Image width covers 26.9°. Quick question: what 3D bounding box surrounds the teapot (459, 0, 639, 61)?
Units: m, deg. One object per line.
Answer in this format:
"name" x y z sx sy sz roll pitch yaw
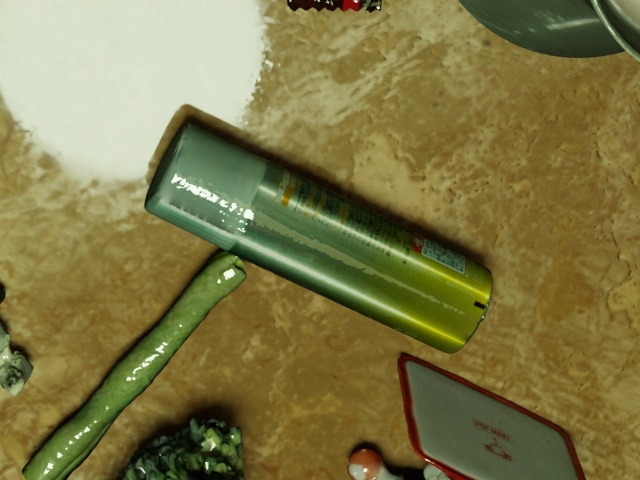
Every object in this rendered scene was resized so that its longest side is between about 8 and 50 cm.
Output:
"teapot" 0.213 -0.251 0.896 0.253 0.344 0.300 -19 109 -2

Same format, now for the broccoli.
"broccoli" -0.061 0.295 1.125 0.165 0.145 0.304 -34 103 17

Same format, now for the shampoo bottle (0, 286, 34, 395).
"shampoo bottle" -0.303 0.037 1.069 0.057 0.063 0.208 -31 109 15

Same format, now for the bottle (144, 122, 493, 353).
"bottle" 0.000 0.000 1.084 0.286 0.082 0.082 26 103 -14

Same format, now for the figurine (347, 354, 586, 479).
"figurine" 0.094 0.255 1.153 0.183 0.160 0.226 26 112 -13

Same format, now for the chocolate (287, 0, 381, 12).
"chocolate" 0.017 -0.267 1.033 0.086 0.028 0.183 -2 108 -14

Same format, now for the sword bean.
"sword bean" -0.155 0.110 1.120 0.038 0.043 0.269 40 100 -11
